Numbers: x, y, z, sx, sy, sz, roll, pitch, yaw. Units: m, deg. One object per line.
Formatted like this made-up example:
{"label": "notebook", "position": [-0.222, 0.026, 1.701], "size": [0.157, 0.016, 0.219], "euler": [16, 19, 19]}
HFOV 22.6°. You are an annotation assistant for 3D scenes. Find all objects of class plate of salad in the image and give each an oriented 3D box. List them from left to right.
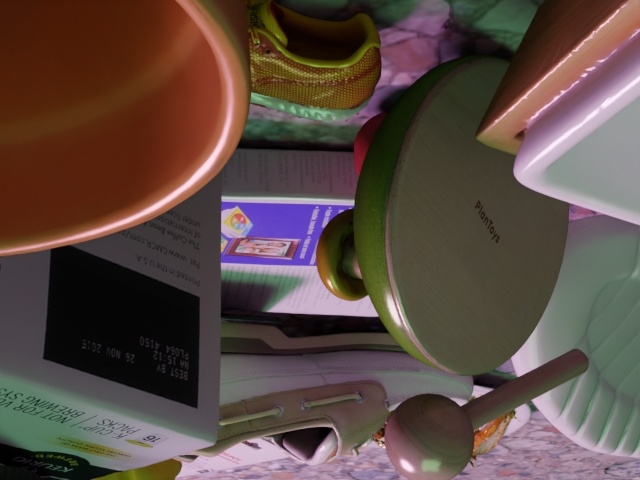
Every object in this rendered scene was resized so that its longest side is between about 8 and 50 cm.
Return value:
{"label": "plate of salad", "position": [0.098, 0.175, 1.493], "size": [0.199, 0.048, 0.200], "euler": [0, 157, 0]}

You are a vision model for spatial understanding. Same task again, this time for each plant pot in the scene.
{"label": "plant pot", "position": [-0.171, -0.140, 0.593], "size": [0.290, 0.203, 0.291], "euler": [-1, 155, -1]}

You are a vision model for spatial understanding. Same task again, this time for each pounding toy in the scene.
{"label": "pounding toy", "position": [0.060, 0.006, 0.952], "size": [0.110, 0.237, 0.183], "euler": [8, -152, 39]}

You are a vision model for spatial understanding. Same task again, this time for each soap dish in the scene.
{"label": "soap dish", "position": [0.244, -0.103, 0.772], "size": [0.229, 0.118, 0.291], "euler": [15, 151, -19]}

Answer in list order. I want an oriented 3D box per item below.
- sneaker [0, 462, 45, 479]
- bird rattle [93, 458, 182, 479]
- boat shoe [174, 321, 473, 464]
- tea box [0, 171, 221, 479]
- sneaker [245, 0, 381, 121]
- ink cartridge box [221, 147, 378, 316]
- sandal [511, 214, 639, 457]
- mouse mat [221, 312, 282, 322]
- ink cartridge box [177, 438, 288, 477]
{"label": "sneaker", "position": [-0.251, 0.153, 0.842], "size": [0.146, 0.122, 0.330], "euler": [10, 161, 21]}
{"label": "bird rattle", "position": [-0.237, 0.153, 1.316], "size": [0.253, 0.143, 0.207], "euler": [2, -174, -25]}
{"label": "boat shoe", "position": [-0.004, 0.131, 1.295], "size": [0.302, 0.103, 0.113], "euler": [4, 162, -28]}
{"label": "tea box", "position": [-0.280, 0.014, 0.913], "size": [0.323, 0.220, 0.329], "euler": [-20, 149, 35]}
{"label": "sneaker", "position": [-0.053, -0.106, 0.868], "size": [0.175, 0.064, 0.067], "euler": [-2, 136, -10]}
{"label": "ink cartridge box", "position": [0.000, 0.000, 1.100], "size": [0.208, 0.045, 0.206], "euler": [4, 156, -7]}
{"label": "sandal", "position": [0.256, 0.082, 1.216], "size": [0.416, 0.169, 0.102], "euler": [24, -174, -44]}
{"label": "mouse mat", "position": [-0.122, 0.053, 1.180], "size": [0.152, 0.007, 0.189], "euler": [4, 176, -16]}
{"label": "ink cartridge box", "position": [-0.123, 0.171, 1.459], "size": [0.180, 0.060, 0.104], "euler": [-14, 152, 28]}
